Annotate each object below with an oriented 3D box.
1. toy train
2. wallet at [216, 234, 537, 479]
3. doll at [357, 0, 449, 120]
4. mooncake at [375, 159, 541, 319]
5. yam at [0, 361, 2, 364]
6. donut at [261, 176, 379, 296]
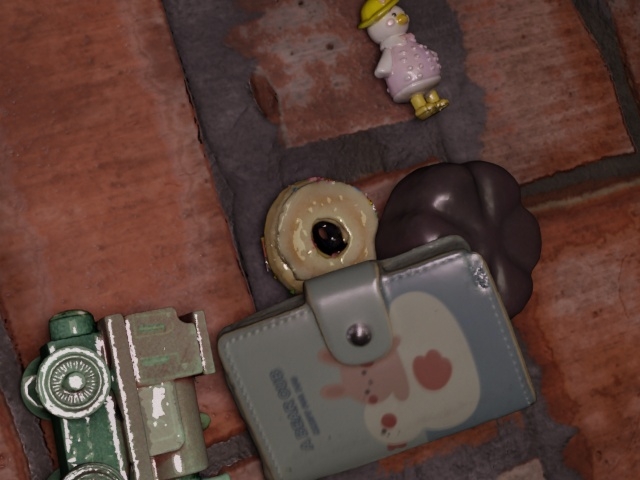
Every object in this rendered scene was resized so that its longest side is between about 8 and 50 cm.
[{"bbox_3d":[-0.226,0.225,1.132,0.221,0.150,0.304,-7,83,-27],"label":"toy train"},{"bbox_3d":[0.061,0.151,1.190,0.360,0.083,0.252,-20,102,6],"label":"wallet"},{"bbox_3d":[0.115,-0.268,1.360,0.129,0.081,0.207,-26,89,-40],"label":"doll"},{"bbox_3d":[0.189,0.011,1.294,0.245,0.133,0.245,7,79,-35],"label":"mooncake"},{"bbox_3d":[-0.513,0.125,1.018,0.300,0.195,0.195,-25,91,-22],"label":"yam"},{"bbox_3d":[0.000,0.000,1.284,0.174,0.068,0.174,3,82,-22],"label":"donut"}]
